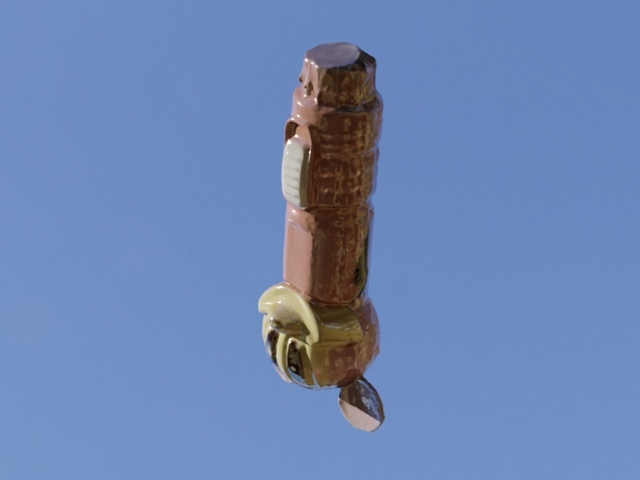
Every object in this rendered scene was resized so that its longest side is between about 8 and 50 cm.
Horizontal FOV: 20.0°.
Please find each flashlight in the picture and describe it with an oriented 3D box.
[{"bbox_3d":[0.000,0.000,0.493,0.031,0.052,0.110,-21,-53,-36],"label":"flashlight"}]
